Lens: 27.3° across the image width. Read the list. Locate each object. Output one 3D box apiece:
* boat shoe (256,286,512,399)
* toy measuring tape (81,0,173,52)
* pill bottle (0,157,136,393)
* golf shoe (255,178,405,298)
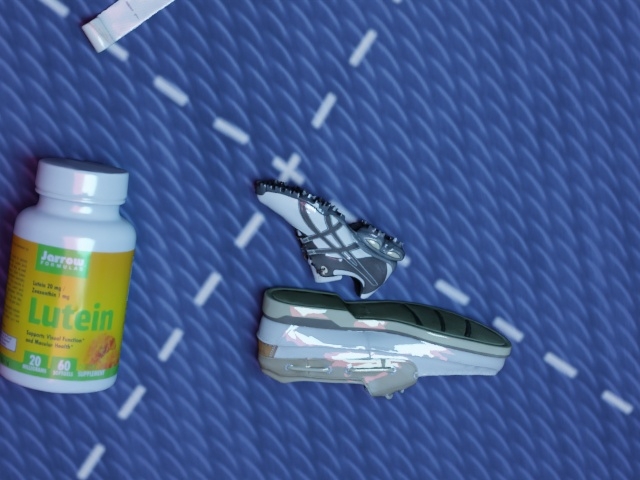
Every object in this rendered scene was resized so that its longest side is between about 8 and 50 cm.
[{"bbox_3d":[0.073,0.131,1.574,0.302,0.113,0.103,10,103,-3],"label":"boat shoe"},{"bbox_3d":[-0.119,-0.312,1.457,0.330,0.121,0.121,-33,103,-2],"label":"toy measuring tape"},{"bbox_3d":[-0.281,0.037,1.478,0.136,0.136,0.246,7,98,-10],"label":"pill bottle"},{"bbox_3d":[0.000,0.000,1.550,0.198,0.077,0.094,29,94,-12],"label":"golf shoe"}]
